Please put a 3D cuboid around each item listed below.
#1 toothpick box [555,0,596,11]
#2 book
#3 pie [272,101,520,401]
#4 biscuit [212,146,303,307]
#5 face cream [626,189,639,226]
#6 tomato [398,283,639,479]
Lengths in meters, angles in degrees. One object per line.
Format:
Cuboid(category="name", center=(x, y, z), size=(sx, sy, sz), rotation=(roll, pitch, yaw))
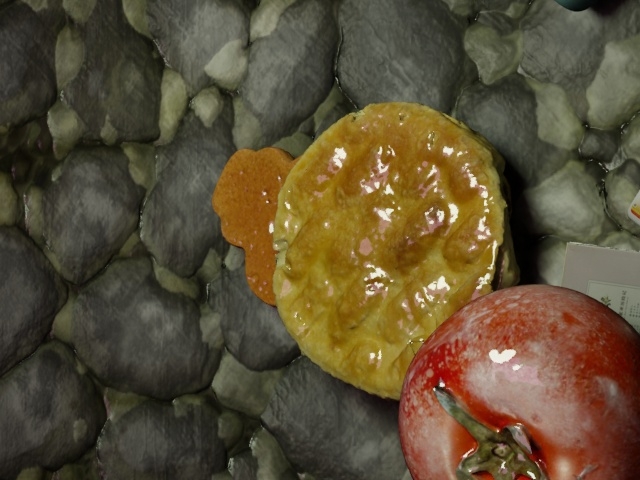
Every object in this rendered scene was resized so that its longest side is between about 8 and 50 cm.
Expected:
Cuboid(category="toothpick box", center=(0.297, -0.336, 1.874), size=(0.184, 0.120, 0.120), rotation=(-41, 59, 22))
Cuboid(category="book", center=(0.320, 0.073, 1.853), size=(0.181, 0.014, 0.127), rotation=(8, 88, 41))
Cuboid(category="pie", center=(0.080, 0.009, 1.979), size=(0.339, 0.083, 0.339), rotation=(-7, 79, 39))
Cuboid(category="biscuit", center=(0.000, 0.000, 2.118), size=(0.334, 0.047, 0.202), rotation=(34, 105, 35))
Cuboid(category="face cream", center=(0.347, -0.051, 1.845), size=(0.040, 0.021, 0.083), rotation=(42, 109, 36))
Cuboid(category="tomato", center=(0.217, 0.169, 1.780), size=(0.270, 0.227, 0.270), rotation=(13, 116, 28))
